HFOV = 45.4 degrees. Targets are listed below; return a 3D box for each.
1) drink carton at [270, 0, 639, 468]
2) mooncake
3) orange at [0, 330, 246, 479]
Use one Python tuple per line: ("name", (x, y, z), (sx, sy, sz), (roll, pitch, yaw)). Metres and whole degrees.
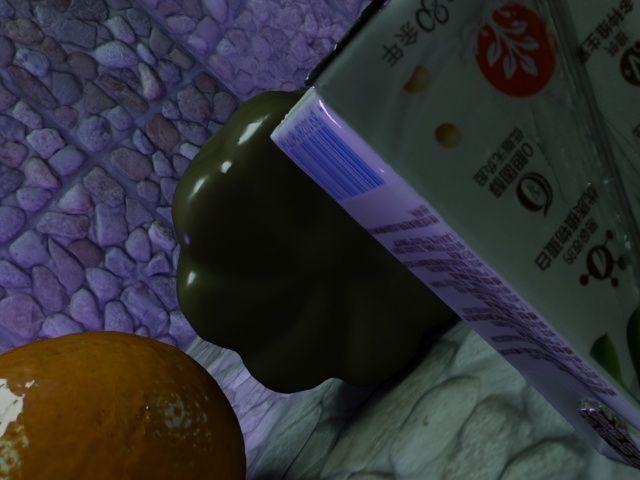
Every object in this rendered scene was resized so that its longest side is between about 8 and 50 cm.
("drink carton", (0.149, -0.034, 0.461), (0.194, 0.324, 0.132), (-48, 8, -10))
("mooncake", (0.000, 0.000, 0.934), (0.378, 0.378, 0.201), (-46, 14, 7))
("orange", (-0.290, 0.310, 0.921), (0.424, 0.424, 0.326), (-43, 53, 24))
